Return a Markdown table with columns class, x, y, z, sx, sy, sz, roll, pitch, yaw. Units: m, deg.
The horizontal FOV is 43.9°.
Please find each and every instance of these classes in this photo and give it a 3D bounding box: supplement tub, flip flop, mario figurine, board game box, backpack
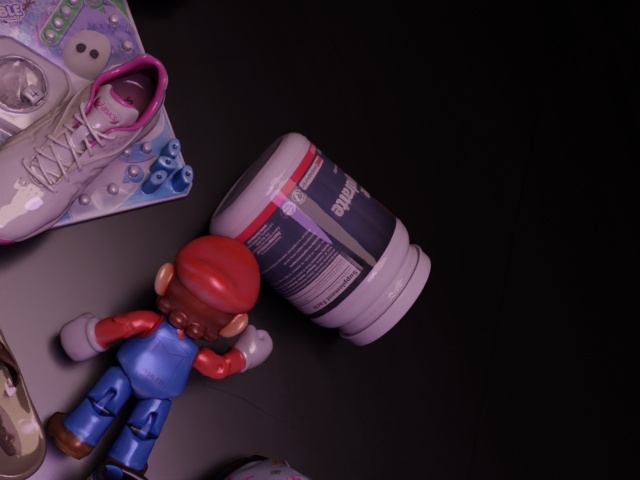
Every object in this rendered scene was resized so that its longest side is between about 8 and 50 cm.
| class | x | y | z | sx | sy | sz | roll | pitch | yaw |
| --- | --- | --- | --- | --- | --- | --- | --- | --- | --- |
| supplement tub | 0.000 | 0.000 | 1.111 | 0.272 | 0.191 | 0.191 | 40 | 59 | -13 |
| flip flop | -0.398 | 0.150 | 0.901 | 0.112 | 0.080 | 0.277 | -28 | 89 | -33 |
| mario figurine | -0.192 | 0.134 | 1.000 | 0.320 | 0.170 | 0.198 | -55 | 142 | -11 |
| board game box | -0.396 | -0.205 | 1.035 | 0.390 | 0.050 | 0.390 | -17 | 84 | -32 |
| backpack | -0.065 | 0.339 | 0.963 | 0.152 | 0.182 | 0.115 | -36 | 117 | -30 |

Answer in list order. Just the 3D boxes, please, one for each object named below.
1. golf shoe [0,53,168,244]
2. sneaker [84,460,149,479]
| class | x | y | z | sx | sy | sz | roll | pitch | yaw |
| --- | --- | --- | --- | --- | --- | --- | --- | --- | --- |
| golf shoe | -0.297 | -0.122 | 0.953 | 0.115 | 0.140 | 0.306 | 44 | 60 | -13 |
| sneaker | -0.282 | 0.293 | 0.881 | 0.217 | 0.121 | 0.079 | 8 | 32 | -21 |
